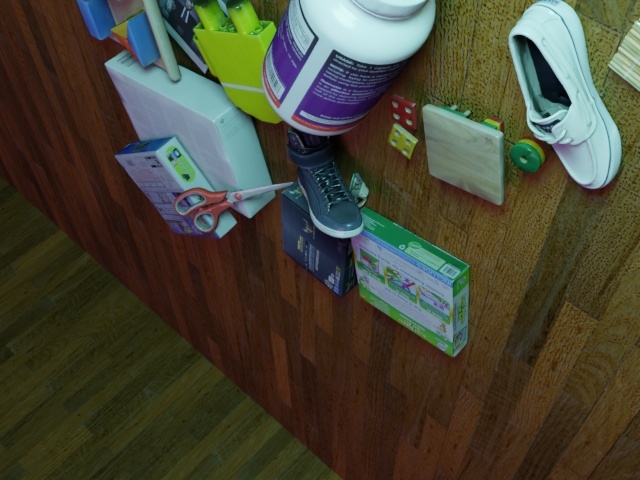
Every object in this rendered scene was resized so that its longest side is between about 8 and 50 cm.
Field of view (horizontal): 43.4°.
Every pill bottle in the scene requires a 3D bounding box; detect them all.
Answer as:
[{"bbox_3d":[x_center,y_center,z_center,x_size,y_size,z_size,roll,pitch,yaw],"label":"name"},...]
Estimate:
[{"bbox_3d":[0.039,-0.283,1.094,0.181,0.181,0.323,48,155,1],"label":"pill bottle"}]

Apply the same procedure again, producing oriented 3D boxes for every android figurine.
[{"bbox_3d":[-0.120,-0.312,1.423,0.248,0.056,0.273,16,148,39],"label":"android figurine"}]

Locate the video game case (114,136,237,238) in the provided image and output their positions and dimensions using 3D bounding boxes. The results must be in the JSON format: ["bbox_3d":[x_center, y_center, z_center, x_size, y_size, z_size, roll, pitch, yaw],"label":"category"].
[{"bbox_3d":[-0.338,-0.121,1.864,0.269,0.061,0.244,6,135,57],"label":"video game case"}]

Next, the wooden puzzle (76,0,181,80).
[{"bbox_3d":[-0.429,-0.500,1.606,0.348,0.080,0.322,39,155,36],"label":"wooden puzzle"}]

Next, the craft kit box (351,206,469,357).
[{"bbox_3d":[0.173,0.083,1.560,0.250,0.061,0.246,32,148,31],"label":"craft kit box"}]

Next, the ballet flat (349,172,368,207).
[{"bbox_3d":[0.070,-0.089,1.505,0.041,0.041,0.114,42,155,13],"label":"ballet flat"}]

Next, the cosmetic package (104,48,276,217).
[{"bbox_3d":[-0.285,-0.243,1.770,0.377,0.097,0.284,31,150,33],"label":"cosmetic package"}]

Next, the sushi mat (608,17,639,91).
[{"bbox_3d":[0.455,-0.132,0.835,0.316,0.019,0.151,44,156,9],"label":"sushi mat"}]

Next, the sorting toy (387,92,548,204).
[{"bbox_3d":[0.213,-0.138,1.182,0.275,0.046,0.132,29,149,35],"label":"sorting toy"}]

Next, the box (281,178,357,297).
[{"bbox_3d":[0.000,0.000,1.709,0.183,0.059,0.232,40,154,20],"label":"box"}]

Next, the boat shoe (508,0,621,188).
[{"bbox_3d":[0.289,-0.160,0.983,0.095,0.084,0.258,7,133,54],"label":"boat shoe"}]

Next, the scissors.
[{"bbox_3d":[-0.192,-0.097,1.686,0.297,0.021,0.109,-25,112,37],"label":"scissors"}]

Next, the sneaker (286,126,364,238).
[{"bbox_3d":[0.006,-0.120,1.434,0.163,0.086,0.226,83,161,-44],"label":"sneaker"}]

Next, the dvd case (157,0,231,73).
[{"bbox_3d":[-0.240,-0.435,1.505,0.179,0.029,0.239,49,156,-3],"label":"dvd case"}]
